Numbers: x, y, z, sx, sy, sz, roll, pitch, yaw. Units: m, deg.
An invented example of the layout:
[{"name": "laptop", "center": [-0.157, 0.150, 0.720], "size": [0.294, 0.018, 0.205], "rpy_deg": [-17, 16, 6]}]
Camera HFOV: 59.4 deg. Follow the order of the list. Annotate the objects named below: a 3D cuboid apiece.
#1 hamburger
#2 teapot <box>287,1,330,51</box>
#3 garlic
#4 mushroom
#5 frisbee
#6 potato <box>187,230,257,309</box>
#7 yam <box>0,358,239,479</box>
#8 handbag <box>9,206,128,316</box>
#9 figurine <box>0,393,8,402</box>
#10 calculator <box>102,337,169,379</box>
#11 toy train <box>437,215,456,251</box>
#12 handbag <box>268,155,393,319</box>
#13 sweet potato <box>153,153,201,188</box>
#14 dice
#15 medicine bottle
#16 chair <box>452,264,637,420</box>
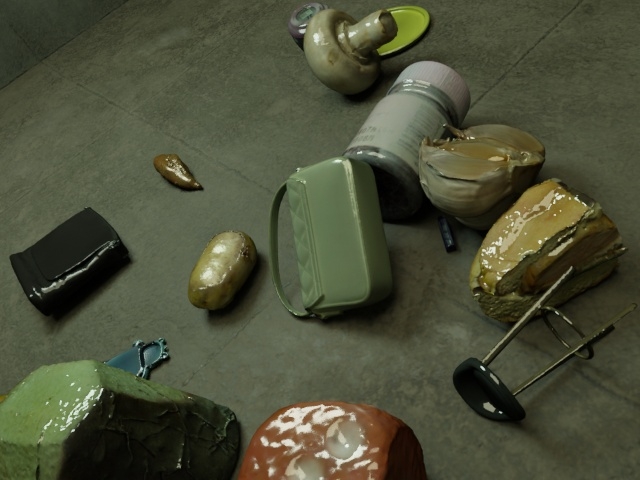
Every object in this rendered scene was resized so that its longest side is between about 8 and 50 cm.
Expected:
[{"name": "hamburger", "center": [0.298, 0.025, 0.795], "size": [0.207, 0.135, 0.155], "rpy_deg": [-44, 27, 4]}, {"name": "teapot", "center": [-0.001, -0.516, 1.434], "size": [0.116, 0.146, 0.148], "rpy_deg": [-39, 51, -3]}, {"name": "garlic", "center": [0.254, -0.098, 0.899], "size": [0.229, 0.143, 0.178], "rpy_deg": [-32, 43, -31]}, {"name": "mushroom", "center": [0.060, -0.441, 1.282], "size": [0.206, 0.206, 0.209], "rpy_deg": [-46, 8, -18]}, {"name": "frisbee", "center": [0.170, -0.540, 1.459], "size": [0.235, 0.017, 0.236], "rpy_deg": [-15, 44, 15]}, {"name": "potato", "center": [-0.179, 0.052, 1.031], "size": [0.107, 0.080, 0.171], "rpy_deg": [-3, 44, 26]}, {"name": "yam", "center": [-0.268, 0.272, 0.735], "size": [0.202, 0.271, 0.202], "rpy_deg": [-14, 46, 24]}, {"name": "handbag", "center": [-0.557, 0.040, 1.251], "size": [0.223, 0.080, 0.246], "rpy_deg": [-37, 40, -19]}, {"name": "figurine", "center": [-0.474, 0.359, 0.841], "size": [0.192, 0.167, 0.257], "rpy_deg": [14, 80, 32]}, {"name": "calculator", "center": [-0.336, 0.221, 0.999], "size": [0.141, 0.019, 0.094], "rpy_deg": [-28, 43, -1]}, {"name": "toy train", "center": [0.209, -0.016, 0.938], "size": [0.017, 0.017, 0.083], "rpy_deg": [-17, 43, 11]}, {"name": "handbag", "center": [0.000, 0.000, 0.921], "size": [0.219, 0.079, 0.256], "rpy_deg": [-15, 79, 37]}, {"name": "sweet potato", "center": [-0.350, -0.169, 1.351], "size": [0.206, 0.060, 0.068], "rpy_deg": [36, 106, 34]}, {"name": "dice", "center": [0.015, 0.293, 0.633], "size": [0.179, 0.175, 0.174], "rpy_deg": [-6, 47, 28]}, {"name": "medicine bottle", "center": [0.156, -0.184, 1.019], "size": [0.165, 0.165, 0.273], "rpy_deg": [10, 53, 34]}, {"name": "chair", "center": [0.272, 0.138, 0.687], "size": [0.221, 0.104, 0.095], "rpy_deg": [-37, 3, -1]}]
